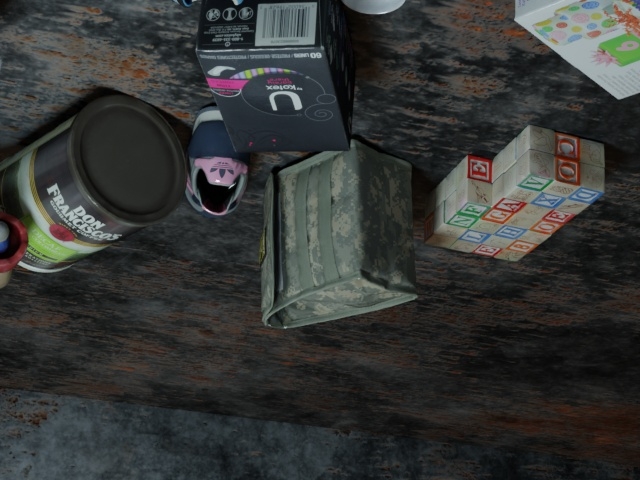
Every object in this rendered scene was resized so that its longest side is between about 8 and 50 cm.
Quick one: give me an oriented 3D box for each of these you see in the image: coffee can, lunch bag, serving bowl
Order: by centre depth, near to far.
[{"bbox_3d":[0.066,-0.317,1.708,0.083,0.027,0.083,4,156,2],"label":"serving bowl"},{"bbox_3d":[-0.362,-0.081,2.089,0.201,0.201,0.275,22,151,-35],"label":"coffee can"},{"bbox_3d":[0.000,0.000,2.174,0.169,0.235,0.287,18,152,-41],"label":"lunch bag"}]

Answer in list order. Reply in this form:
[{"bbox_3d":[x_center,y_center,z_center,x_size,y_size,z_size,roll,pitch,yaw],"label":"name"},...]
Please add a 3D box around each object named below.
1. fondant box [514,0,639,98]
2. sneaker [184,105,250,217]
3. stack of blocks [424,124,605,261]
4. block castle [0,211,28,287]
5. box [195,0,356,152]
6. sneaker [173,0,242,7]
[{"bbox_3d":[0.430,-0.299,1.614,0.330,0.096,0.238,-19,148,39],"label":"fondant box"},{"bbox_3d":[-0.170,-0.084,2.138,0.112,0.131,0.319,5,156,-3],"label":"sneaker"},{"bbox_3d":[0.298,-0.071,2.150,0.171,0.087,0.297,12,155,-16],"label":"stack of blocks"},{"bbox_3d":[-0.675,-0.020,1.972,0.453,0.303,0.213,36,153,0],"label":"block castle"},{"bbox_3d":[-0.051,-0.234,1.770,0.165,0.143,0.270,0,156,9],"label":"box"},{"bbox_3d":[-0.191,-0.325,1.644,0.237,0.086,0.085,6,160,23],"label":"sneaker"}]
